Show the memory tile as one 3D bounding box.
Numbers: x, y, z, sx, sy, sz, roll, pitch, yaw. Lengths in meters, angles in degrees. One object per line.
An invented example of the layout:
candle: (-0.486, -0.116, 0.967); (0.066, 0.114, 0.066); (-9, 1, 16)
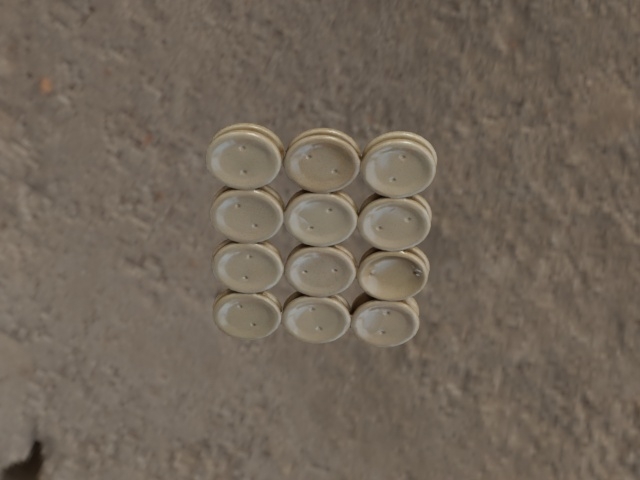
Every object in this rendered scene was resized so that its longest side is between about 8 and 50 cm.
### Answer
memory tile: (0.000, 0.000, 0.763); (0.113, 0.012, 0.148); (2, 134, 0)
